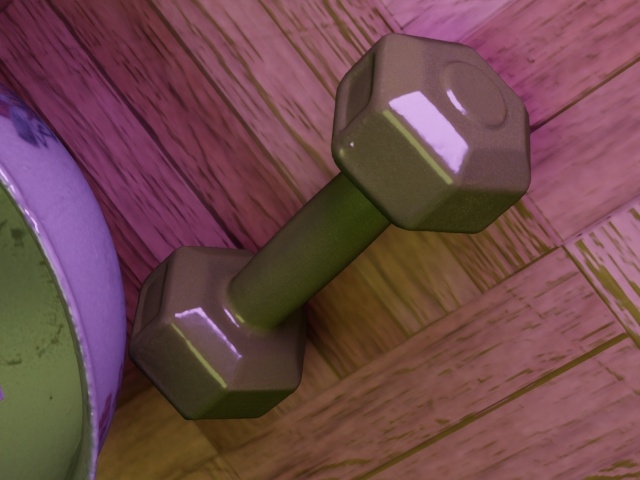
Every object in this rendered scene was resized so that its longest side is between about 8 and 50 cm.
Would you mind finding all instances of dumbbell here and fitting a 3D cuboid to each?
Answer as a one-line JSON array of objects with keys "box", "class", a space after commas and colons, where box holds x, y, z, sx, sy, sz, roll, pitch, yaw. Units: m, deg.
[{"box": [0.000, 0.000, 1.013, 0.108, 0.121, 0.302, 28, 131, -22], "class": "dumbbell"}]

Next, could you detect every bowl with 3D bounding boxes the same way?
[{"box": [-0.272, 0.019, 1.121, 0.434, 0.196, 0.435, 15, 122, 25], "class": "bowl"}]

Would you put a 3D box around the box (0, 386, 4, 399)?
[{"box": [-0.289, 0.090, 1.018, 0.218, 0.039, 0.055, -8, 109, 34], "class": "box"}]
